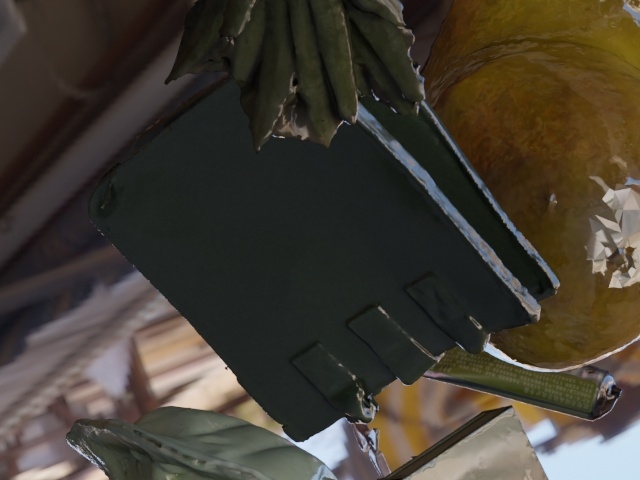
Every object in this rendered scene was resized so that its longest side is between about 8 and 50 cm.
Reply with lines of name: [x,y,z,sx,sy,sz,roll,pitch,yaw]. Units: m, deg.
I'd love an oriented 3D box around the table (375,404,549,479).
table: [0.068,0.245,1.453,0.111,0.240,0.121,-21,-83,57]

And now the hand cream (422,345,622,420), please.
hand cream: [0.204,0.137,1.919,0.235,0.086,0.055,15,-42,18]

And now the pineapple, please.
pineapple: [-0.005,-0.165,0.706,0.119,0.130,0.277,43,-30,29]

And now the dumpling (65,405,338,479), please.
dumpling: [-0.058,0.166,1.085,0.219,0.152,0.108,16,-82,10]

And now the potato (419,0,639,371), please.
potato: [0.234,-0.075,1.506,0.290,0.397,0.296,34,-8,-13]

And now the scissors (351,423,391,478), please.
scissors: [0.059,0.224,2.018,0.100,0.015,0.189,61,-8,12]

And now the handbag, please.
handbag: [0.000,-0.002,1.229,0.247,0.079,0.260,-31,-74,41]
